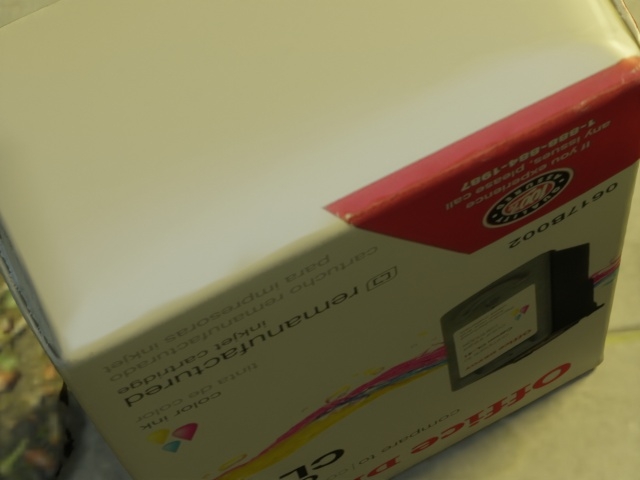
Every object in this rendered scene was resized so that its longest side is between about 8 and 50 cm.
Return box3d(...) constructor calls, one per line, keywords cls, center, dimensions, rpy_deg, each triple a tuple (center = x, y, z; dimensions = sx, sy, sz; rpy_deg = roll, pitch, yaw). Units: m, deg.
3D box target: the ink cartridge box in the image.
box3d(cls="ink cartridge box", center=(0.000, 0.000, 0.750), dimensions=(0.226, 0.306, 0.131), rpy_deg=(-27, 67, -6))
